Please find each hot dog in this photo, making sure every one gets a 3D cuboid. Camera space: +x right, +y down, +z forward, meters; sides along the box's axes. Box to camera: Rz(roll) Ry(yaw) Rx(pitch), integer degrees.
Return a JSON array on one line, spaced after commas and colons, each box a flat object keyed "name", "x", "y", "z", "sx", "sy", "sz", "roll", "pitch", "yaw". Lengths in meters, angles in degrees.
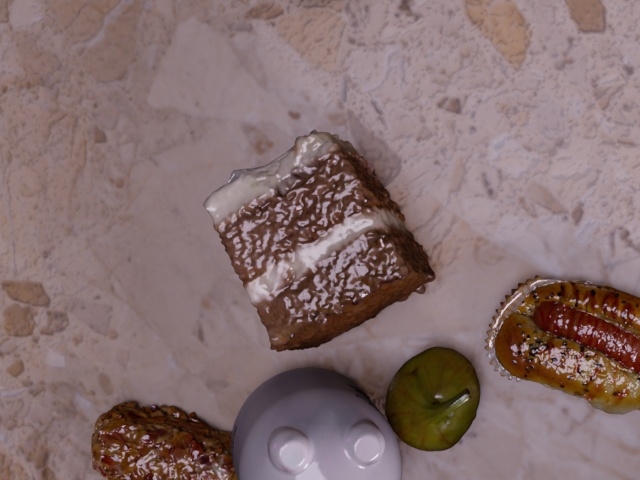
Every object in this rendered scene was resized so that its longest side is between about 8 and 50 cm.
[{"name": "hot dog", "x": 0.233, "y": 0.088, "z": 0.770, "sx": 0.192, "sy": 0.053, "sz": 0.099, "roll": 15, "pitch": 99, "yaw": 15}]

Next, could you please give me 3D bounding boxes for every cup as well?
[{"name": "cup", "x": 0.005, "y": 0.199, "z": 0.766, "sx": 0.134, "sy": 0.142, "sz": 0.173, "roll": -19, "pitch": 95, "yaw": -8}]

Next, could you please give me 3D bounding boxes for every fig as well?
[{"name": "fig", "x": 0.093, "y": 0.135, "z": 0.781, "sx": 0.084, "sy": 0.098, "sz": 0.082, "roll": -27, "pitch": 88, "yaw": 11}]

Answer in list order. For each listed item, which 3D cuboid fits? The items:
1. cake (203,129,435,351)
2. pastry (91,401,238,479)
[{"name": "cake", "x": 0.000, "y": 0.000, "z": 0.786, "sx": 0.135, "sy": 0.134, "sz": 0.147, "roll": -32, "pitch": 76, "yaw": 12}, {"name": "pastry", "x": -0.133, "y": 0.200, "z": 0.855, "sx": 0.169, "sy": 0.063, "sz": 0.087, "roll": 10, "pitch": 91, "yaw": 12}]
